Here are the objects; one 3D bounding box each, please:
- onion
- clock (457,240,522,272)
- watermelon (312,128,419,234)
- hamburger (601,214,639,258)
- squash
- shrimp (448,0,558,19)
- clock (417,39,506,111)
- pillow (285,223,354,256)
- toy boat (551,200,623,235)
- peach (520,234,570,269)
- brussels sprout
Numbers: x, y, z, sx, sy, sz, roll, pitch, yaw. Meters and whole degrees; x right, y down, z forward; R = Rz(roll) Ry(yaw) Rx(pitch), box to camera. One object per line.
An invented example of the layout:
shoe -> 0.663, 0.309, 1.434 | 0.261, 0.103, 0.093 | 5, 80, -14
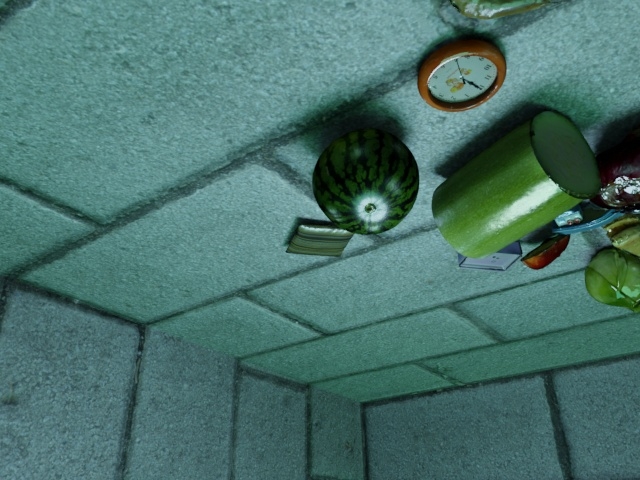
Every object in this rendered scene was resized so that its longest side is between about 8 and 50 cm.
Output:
onion -> 0.854, -0.191, 1.518 | 0.314, 0.232, 0.314 | -14, 177, -1
clock -> 0.614, 0.049, 2.077 | 0.193, 0.073, 0.144 | 6, 150, -11
watermelon -> 0.119, -0.154, 1.512 | 0.285, 0.285, 0.285 | -1, 151, 0
hamburger -> 1.050, -0.027, 1.924 | 0.262, 0.124, 0.131 | 17, 128, -36
squash -> 0.516, -0.140, 1.550 | 0.263, 0.263, 0.384 | 16, 147, -27
shrimp -> 0.369, -0.514, 1.103 | 0.253, 0.058, 0.173 | -10, 141, 19
clock -> 0.328, -0.381, 1.330 | 0.205, 0.051, 0.205 | -1, 149, -1
pillow -> 0.000, 0.000, 1.997 | 0.208, 0.052, 0.212 | 5, 152, -15
toy boat -> 0.846, -0.094, 1.811 | 0.238, 0.109, 0.098 | -19, 121, 38
peach -> 0.777, 0.041, 1.938 | 0.189, 0.068, 0.279 | -40, 171, 20
brussels sprout -> 1.116, 0.143, 2.093 | 0.259, 0.227, 0.294 | 29, 173, -6
